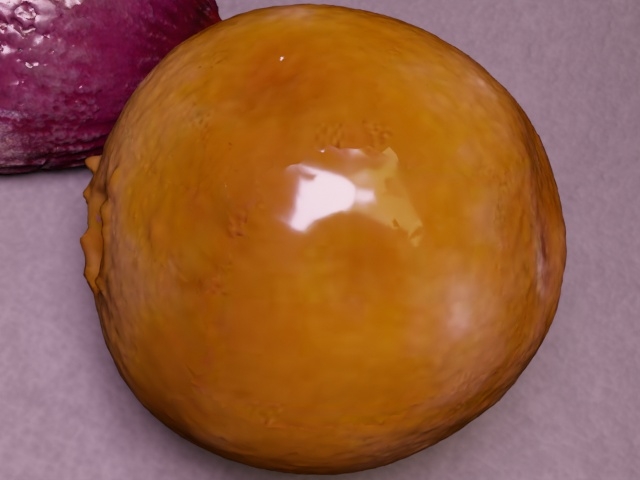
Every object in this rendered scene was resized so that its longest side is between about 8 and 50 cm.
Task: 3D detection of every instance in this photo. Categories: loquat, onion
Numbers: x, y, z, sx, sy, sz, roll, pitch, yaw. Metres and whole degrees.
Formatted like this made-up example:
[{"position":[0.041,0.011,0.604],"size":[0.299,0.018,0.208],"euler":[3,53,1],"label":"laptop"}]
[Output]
[{"position":[0.000,0.000,0.816],"size":[0.328,0.328,0.329],"euler":[5,71,-16],"label":"loquat"},{"position":[-0.178,-0.176,0.898],"size":[0.348,0.159,0.267],"euler":[12,73,-13],"label":"onion"}]
